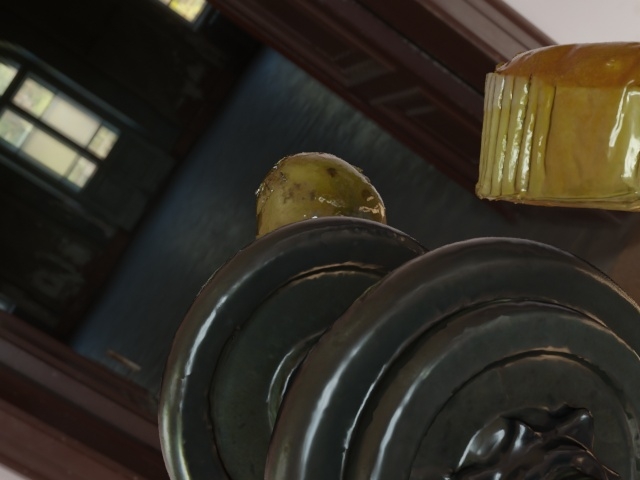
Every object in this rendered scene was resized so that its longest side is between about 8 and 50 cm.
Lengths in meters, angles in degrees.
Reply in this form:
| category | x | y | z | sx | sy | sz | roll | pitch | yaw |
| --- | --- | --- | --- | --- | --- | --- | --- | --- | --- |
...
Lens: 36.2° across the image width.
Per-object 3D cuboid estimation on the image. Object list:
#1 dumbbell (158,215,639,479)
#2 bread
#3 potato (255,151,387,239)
| category | x | y | z | sx | sy | sz | roll | pitch | yaw |
| --- | --- | --- | --- | --- | --- | --- | --- | --- | --- |
| dumbbell | 0.037 | 0.087 | 0.454 | 0.192 | 0.192 | 0.290 | -59 | 24 | -10 |
| bread | 0.241 | -0.082 | 0.742 | 0.250 | 0.178 | 0.133 | 8 | 98 | 50 |
| potato | 0.000 | 0.000 | 0.958 | 0.137 | 0.176 | 0.137 | -14 | 7 | 2 |
